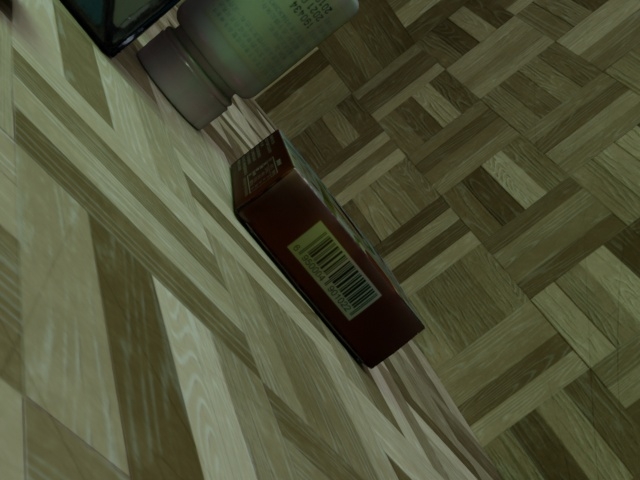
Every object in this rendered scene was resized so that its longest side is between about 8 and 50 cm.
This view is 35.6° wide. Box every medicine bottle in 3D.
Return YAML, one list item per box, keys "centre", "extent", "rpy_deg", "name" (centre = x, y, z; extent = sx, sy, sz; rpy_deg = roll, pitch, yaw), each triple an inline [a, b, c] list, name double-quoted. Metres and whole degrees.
- centre: [-0.130, -0.389, 1.805]
  extent: [0.213, 0.378, 0.213]
  rpy_deg: [52, 5, -6]
  name: "medicine bottle"

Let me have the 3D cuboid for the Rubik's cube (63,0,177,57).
- centre: [-0.299, -0.496, 1.548]
  extent: [0.307, 0.305, 0.310]
  rpy_deg: [54, 2, -16]
  name: "Rubik's cube"

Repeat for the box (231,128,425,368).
- centre: [0.000, 0.000, 1.731]
  extent: [0.344, 0.122, 0.385]
  rpy_deg: [51, 5, -16]
  name: "box"
